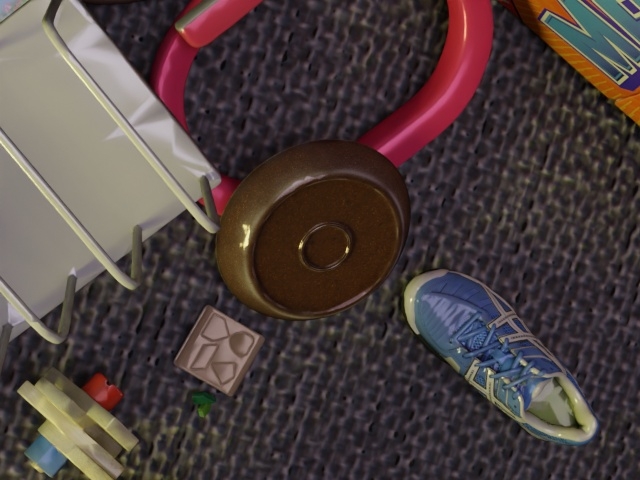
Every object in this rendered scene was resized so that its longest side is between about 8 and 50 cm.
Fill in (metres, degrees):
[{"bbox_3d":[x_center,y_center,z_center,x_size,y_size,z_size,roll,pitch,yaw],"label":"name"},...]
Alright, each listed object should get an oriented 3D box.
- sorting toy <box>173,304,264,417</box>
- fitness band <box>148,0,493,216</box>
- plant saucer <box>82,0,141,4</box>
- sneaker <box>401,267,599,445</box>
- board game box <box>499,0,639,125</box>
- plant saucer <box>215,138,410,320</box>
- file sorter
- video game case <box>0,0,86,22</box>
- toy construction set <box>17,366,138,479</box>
[{"bbox_3d":[-0.091,0.102,1.049,0.062,0.012,0.083,32,83,-20],"label":"sorting toy"},{"bbox_3d":[0.000,-0.138,1.006,0.291,0.054,0.209,-36,118,-1],"label":"fitness band"},{"bbox_3d":[-0.166,-0.321,0.965,0.278,0.041,0.278,-1,93,-20],"label":"plant saucer"},{"bbox_3d":[0.159,0.098,1.077,0.211,0.081,0.080,39,86,-13],"label":"sneaker"},{"bbox_3d":[0.388,-0.256,0.941,0.356,0.356,0.356,41,84,-6],"label":"board game box"},{"bbox_3d":[0.000,0.000,1.020,0.168,0.029,0.168,-10,124,-16],"label":"plant saucer"},{"bbox_3d":[-0.232,-0.014,0.883,0.277,0.173,0.193,-36,109,5],"label":"file sorter"},{"bbox_3d":[-0.275,-0.134,0.976,0.212,0.023,0.193,-25,100,-11],"label":"video game case"},{"bbox_3d":[-0.214,0.261,0.941,0.151,0.215,0.328,32,82,-26],"label":"toy construction set"}]
